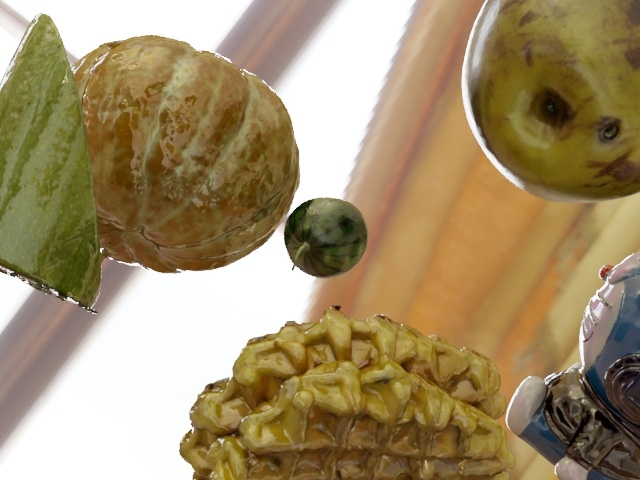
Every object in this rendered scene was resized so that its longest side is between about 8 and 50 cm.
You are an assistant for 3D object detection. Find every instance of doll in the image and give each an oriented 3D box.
[{"bbox_3d":[0.394,0.149,1.932,0.240,0.310,0.284,38,25,11],"label":"doll"}]

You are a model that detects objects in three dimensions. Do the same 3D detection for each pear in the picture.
[{"bbox_3d":[0.277,-0.173,1.739,0.283,0.283,0.283,36,-6,4],"label":"pear"}]

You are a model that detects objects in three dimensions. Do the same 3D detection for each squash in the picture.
[{"bbox_3d":[-0.264,-0.078,1.699,0.189,0.261,0.189,23,-8,3],"label":"squash"}]

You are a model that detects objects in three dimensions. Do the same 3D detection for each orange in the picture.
[{"bbox_3d":[-0.185,-0.095,1.994,0.329,0.249,0.329,19,-24,9],"label":"orange"}]

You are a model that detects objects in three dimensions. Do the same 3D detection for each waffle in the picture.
[{"bbox_3d":[0.032,0.199,1.619,0.324,0.261,0.151,19,30,-38],"label":"waffle"}]

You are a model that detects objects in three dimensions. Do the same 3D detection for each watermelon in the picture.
[{"bbox_3d":[0.004,-0.004,1.886,0.109,0.109,0.109,36,-6,4],"label":"watermelon"}]
